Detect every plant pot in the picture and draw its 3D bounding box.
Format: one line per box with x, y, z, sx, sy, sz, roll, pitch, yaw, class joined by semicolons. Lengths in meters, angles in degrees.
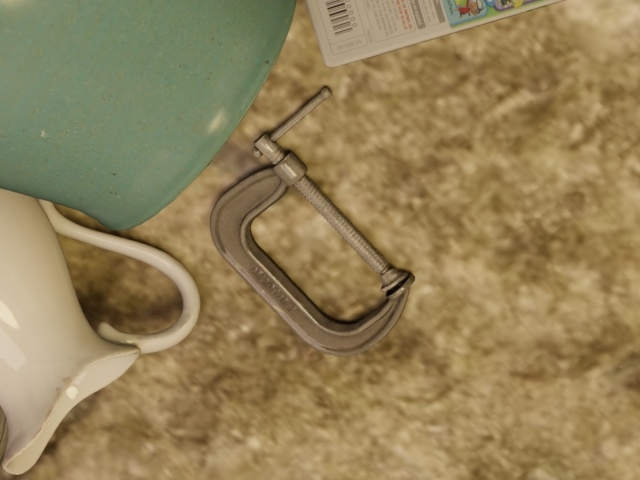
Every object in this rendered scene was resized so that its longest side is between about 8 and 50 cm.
-0.162;-0.147;1.039;0.255;0.272;0.271;34;126;-21;plant pot

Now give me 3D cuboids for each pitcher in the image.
-0.195;0.019;1.220;0.207;0.177;0.125;49;151;9;pitcher

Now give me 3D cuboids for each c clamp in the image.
0.000;0.000;1.197;0.137;0.022;0.161;-31;105;31;c clamp

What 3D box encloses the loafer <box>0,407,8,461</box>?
-0.298;0.172;1.346;0.112;0.111;0.319;28;124;1;loafer

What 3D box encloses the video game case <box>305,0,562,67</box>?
0.056;-0.217;1.004;0.193;0.023;0.212;-13;96;31;video game case
